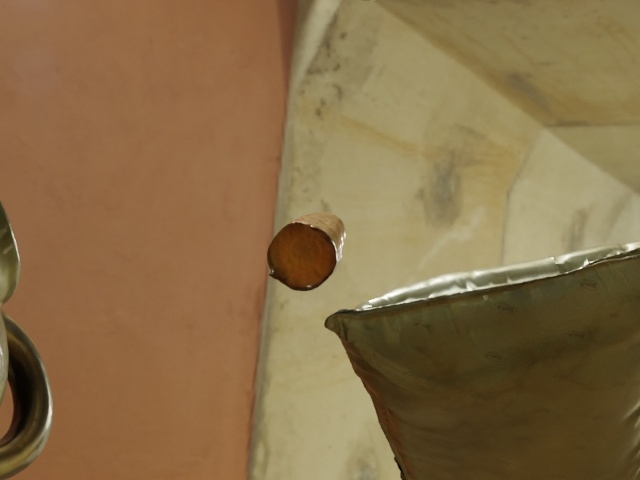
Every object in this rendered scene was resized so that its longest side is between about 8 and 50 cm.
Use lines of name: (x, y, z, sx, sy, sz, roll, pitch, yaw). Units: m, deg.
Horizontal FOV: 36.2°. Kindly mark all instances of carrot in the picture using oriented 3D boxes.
carrot: (0.000, 0.000, 1.039, 0.205, 0.072, 0.072, -40, -52, -75)

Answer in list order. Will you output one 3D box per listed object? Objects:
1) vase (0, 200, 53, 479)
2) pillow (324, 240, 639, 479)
vase: (-0.394, 0.112, 0.992, 0.329, 0.241, 0.302, 52, -152, -33)
pillow: (0.125, 0.113, 0.586, 0.302, 0.185, 0.075, 69, -172, -47)
